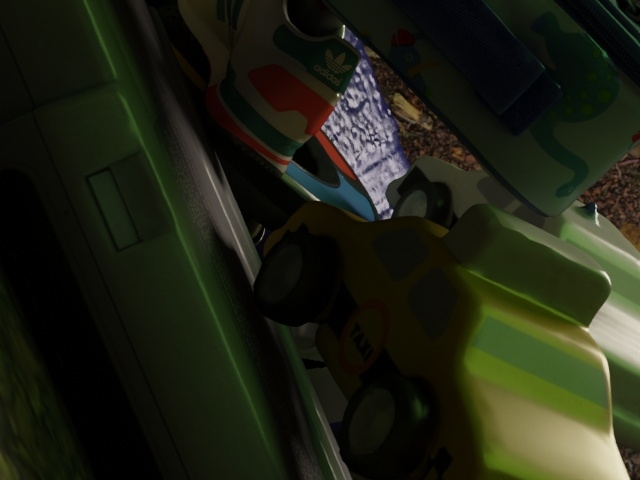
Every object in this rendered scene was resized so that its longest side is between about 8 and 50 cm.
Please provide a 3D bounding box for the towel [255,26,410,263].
[{"bbox_3d":[0.000,0.000,1.172,0.228,0.076,0.308,-35,105,-57],"label":"towel"}]

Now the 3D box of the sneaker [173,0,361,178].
[{"bbox_3d":[-0.017,-0.096,0.772,0.057,0.075,0.161,36,21,-29],"label":"sneaker"}]

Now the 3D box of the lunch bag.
[{"bbox_3d":[0.037,-0.115,0.649,0.219,0.090,0.176,44,14,-9],"label":"lunch bag"}]

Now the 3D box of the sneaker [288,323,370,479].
[{"bbox_3d":[0.050,0.143,0.938,0.323,0.130,0.236,-13,108,-61],"label":"sneaker"}]

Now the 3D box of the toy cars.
[{"bbox_3d":[0.082,0.021,0.710,0.176,0.087,0.394,38,15,7],"label":"toy cars"}]

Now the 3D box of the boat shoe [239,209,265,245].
[{"bbox_3d":[-0.052,-0.009,0.910,0.152,0.049,0.056,12,59,-83],"label":"boat shoe"}]

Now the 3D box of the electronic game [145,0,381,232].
[{"bbox_3d":[-0.052,-0.081,0.867,0.229,0.048,0.229,45,10,-10],"label":"electronic game"}]

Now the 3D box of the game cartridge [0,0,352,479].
[{"bbox_3d":[-0.042,0.053,0.650,0.230,0.068,0.355,-72,140,-79],"label":"game cartridge"}]

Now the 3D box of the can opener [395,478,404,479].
[{"bbox_3d":[0.076,0.131,0.738,0.283,0.095,0.076,58,10,-76],"label":"can opener"}]
